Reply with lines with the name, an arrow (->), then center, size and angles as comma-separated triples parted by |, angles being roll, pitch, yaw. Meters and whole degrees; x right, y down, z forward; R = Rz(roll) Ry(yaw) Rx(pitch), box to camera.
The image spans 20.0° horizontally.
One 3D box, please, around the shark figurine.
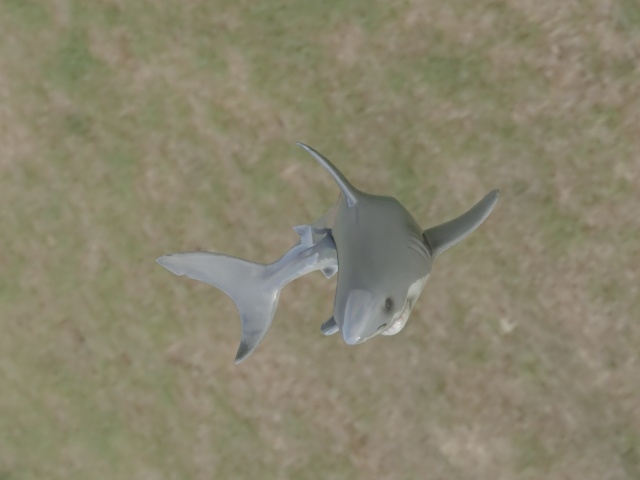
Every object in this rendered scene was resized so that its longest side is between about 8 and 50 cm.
shark figurine -> 0.002, -0.011, 1.211 | 0.116, 0.166, 0.278 | 50, 161, -15
